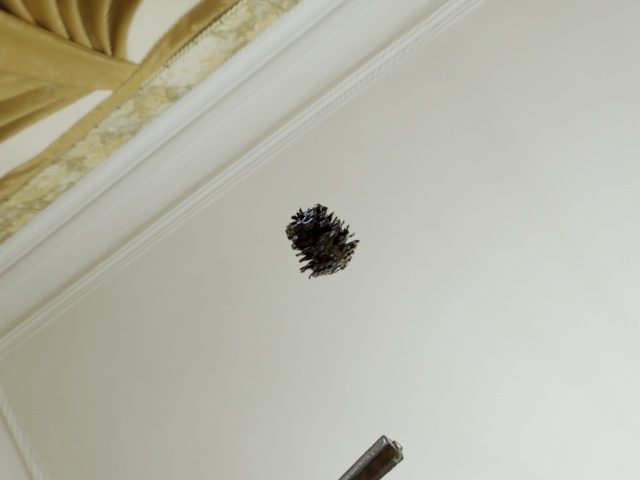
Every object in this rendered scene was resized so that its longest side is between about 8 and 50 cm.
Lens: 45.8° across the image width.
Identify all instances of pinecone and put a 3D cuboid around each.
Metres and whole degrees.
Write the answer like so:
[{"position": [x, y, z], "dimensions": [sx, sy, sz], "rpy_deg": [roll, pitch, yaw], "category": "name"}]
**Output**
[{"position": [0.000, 0.000, 0.841], "dimensions": [0.077, 0.077, 0.083], "rpy_deg": [-36, -106, 17], "category": "pinecone"}]

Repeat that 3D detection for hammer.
[{"position": [-0.031, 0.300, 0.734], "dimensions": [0.297, 0.125, 0.027], "rpy_deg": [-45, -65, 4], "category": "hammer"}]
